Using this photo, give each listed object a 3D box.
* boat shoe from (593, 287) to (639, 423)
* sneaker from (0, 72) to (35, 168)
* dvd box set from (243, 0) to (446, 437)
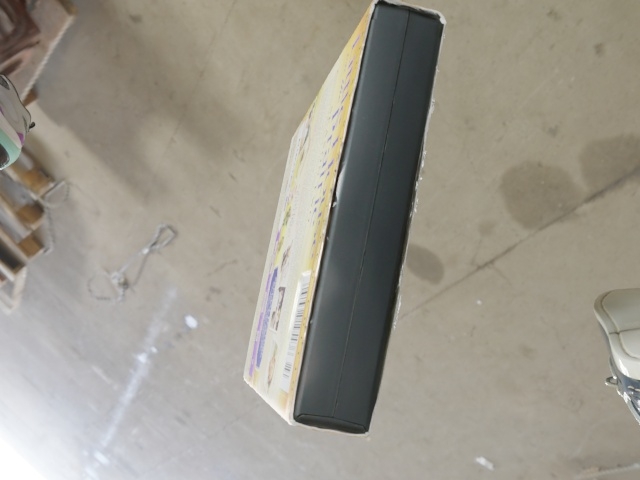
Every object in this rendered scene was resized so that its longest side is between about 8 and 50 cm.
[{"bbox_3d":[0.284,0.094,0.653,0.095,0.254,0.079,-9,97,15],"label":"boat shoe"},{"bbox_3d":[-0.223,-0.094,0.487,0.038,0.069,0.098,-30,120,26],"label":"sneaker"},{"bbox_3d":[0.000,0.000,0.733,0.062,0.308,0.420,12,171,-8],"label":"dvd box set"}]
